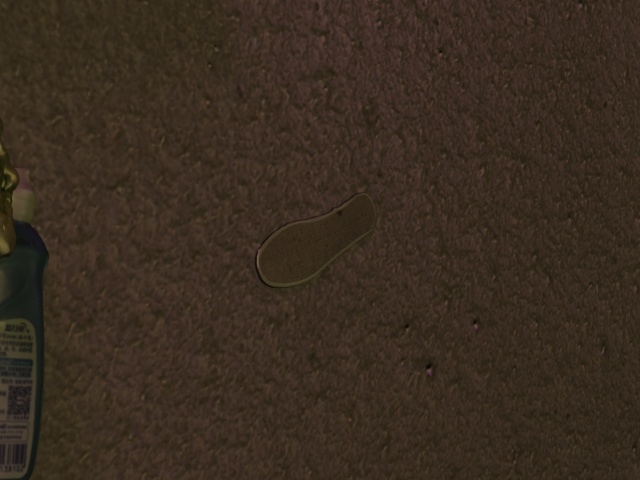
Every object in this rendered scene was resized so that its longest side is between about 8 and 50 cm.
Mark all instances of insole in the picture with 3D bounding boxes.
[{"bbox_3d":[0.000,0.000,1.387,0.232,0.003,0.080,-28,112,-44],"label":"insole"}]

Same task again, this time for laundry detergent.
[{"bbox_3d":[-0.310,0.074,0.986,0.143,0.094,0.290,12,79,-39],"label":"laundry detergent"}]

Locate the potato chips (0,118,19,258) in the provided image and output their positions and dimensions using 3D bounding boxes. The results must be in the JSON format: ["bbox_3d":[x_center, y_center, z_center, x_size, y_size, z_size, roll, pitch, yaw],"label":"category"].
[{"bbox_3d":[-0.410,-0.026,0.784,0.373,0.097,0.389,-54,138,-15],"label":"potato chips"}]
